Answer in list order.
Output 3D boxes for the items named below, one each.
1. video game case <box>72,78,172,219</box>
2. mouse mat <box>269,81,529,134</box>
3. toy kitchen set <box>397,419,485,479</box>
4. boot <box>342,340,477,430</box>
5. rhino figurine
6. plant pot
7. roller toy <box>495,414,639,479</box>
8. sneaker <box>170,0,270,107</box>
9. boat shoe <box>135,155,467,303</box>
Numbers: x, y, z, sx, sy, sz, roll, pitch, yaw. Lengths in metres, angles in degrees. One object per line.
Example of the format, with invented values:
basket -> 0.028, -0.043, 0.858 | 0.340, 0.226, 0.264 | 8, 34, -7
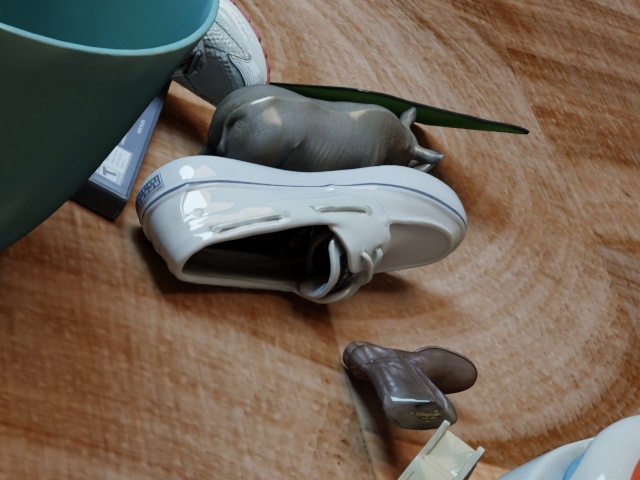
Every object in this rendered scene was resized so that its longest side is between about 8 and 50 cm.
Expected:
video game case -> -0.245, -0.135, 1.360 | 0.274, 0.026, 0.196 | 28, 30, -10
mouse mat -> 0.059, -0.110, 1.558 | 0.189, 0.007, 0.152 | 12, -1, -37
toy kitchen set -> 0.079, 0.178, 1.231 | 0.068, 0.075, 0.083 | 37, 69, 10
boot -> 0.077, 0.103, 1.288 | 0.106, 0.037, 0.114 | 7, 12, -19
rhino figurine -> 0.005, -0.063, 1.425 | 0.243, 0.106, 0.073 | 3, 43, -43
plant pot -> -0.242, -0.117, 1.123 | 0.293, 0.235, 0.293 | 25, 31, -16
roller toy -> 0.191, 0.210, 1.135 | 0.191, 0.146, 0.209 | 22, 52, -32
sneaker -> -0.140, -0.158, 1.410 | 0.225, 0.088, 0.093 | 33, 47, -1
boat shoe -> 0.000, 0.000, 1.345 | 0.267, 0.096, 0.088 | 8, 43, -36
